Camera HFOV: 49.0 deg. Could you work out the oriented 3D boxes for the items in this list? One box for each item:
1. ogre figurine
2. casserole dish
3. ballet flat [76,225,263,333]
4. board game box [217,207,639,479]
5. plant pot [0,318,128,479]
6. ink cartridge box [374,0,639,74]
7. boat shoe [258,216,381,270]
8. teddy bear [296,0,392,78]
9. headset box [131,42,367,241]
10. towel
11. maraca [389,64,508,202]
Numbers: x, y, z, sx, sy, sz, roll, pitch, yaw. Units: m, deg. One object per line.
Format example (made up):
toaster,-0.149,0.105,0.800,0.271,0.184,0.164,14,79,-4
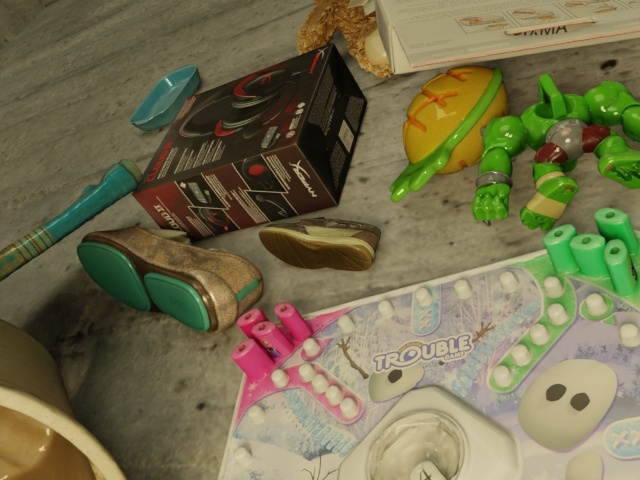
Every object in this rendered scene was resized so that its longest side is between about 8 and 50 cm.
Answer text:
ogre figurine,0.231,-0.088,0.647,0.197,0.097,0.118,-31,44,26
casserole dish,-0.297,-0.275,1.373,0.114,0.037,0.188,-9,41,33
ballet flat,-0.182,0.037,0.860,0.106,0.107,0.316,-33,34,-34
board game box,0.070,0.162,0.518,0.390,0.050,0.389,-18,38,24
plant pot,-0.336,0.209,0.604,0.334,0.333,0.305,-40,24,-7
ink cartridge box,0.221,-0.234,0.768,0.297,0.066,0.261,-8,36,2
boat shoe,0.000,0.000,0.776,0.152,0.056,0.049,10,49,35
teddy bear,0.087,-0.350,1.098,0.245,0.113,0.338,-50,44,-9
headset box,-0.103,-0.124,0.957,0.293,0.110,0.218,-12,42,30
towel,-0.404,0.026,0.888,0.370,0.040,0.271,-40,14,-23
maraca,0.134,-0.115,0.752,0.185,0.099,0.127,-54,7,-23
